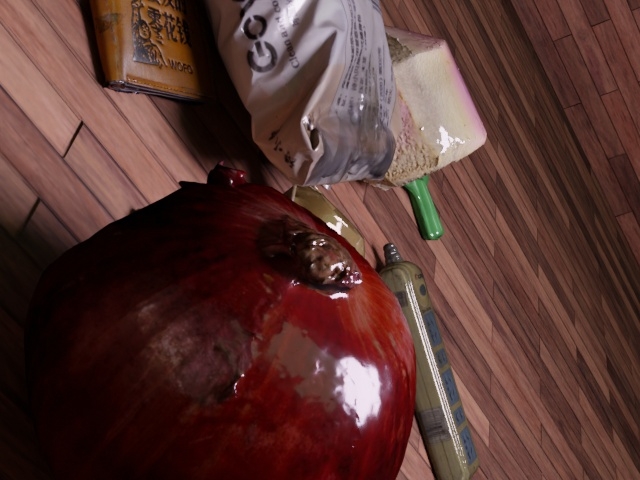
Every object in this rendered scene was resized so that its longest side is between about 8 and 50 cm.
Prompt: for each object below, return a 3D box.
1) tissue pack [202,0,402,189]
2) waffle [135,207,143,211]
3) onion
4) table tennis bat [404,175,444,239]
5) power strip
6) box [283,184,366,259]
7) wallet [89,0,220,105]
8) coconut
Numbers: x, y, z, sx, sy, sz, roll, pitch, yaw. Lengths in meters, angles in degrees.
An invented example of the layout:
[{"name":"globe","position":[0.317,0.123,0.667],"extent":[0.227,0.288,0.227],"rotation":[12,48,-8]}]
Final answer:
[{"name":"tissue pack","position":[-0.015,-0.252,1.311],"extent":[0.375,0.195,0.390],"rotation":[70,17,5]},{"name":"waffle","position":[-0.175,0.038,1.039],"extent":[0.092,0.021,0.135],"rotation":[53,32,-31]},{"name":"onion","position":[-0.077,0.124,0.843],"extent":[0.341,0.341,0.341],"rotation":[43,37,-45]},{"name":"table tennis bat","position":[0.163,-0.121,1.809],"extent":[0.160,0.039,0.257],"rotation":[-10,80,-62]},{"name":"power strip","position":[0.166,0.188,1.570],"extent":[0.092,0.066,0.387],"rotation":[-12,84,-67]},{"name":"box","position":[0.000,0.000,1.316],"extent":[0.177,0.111,0.111],"rotation":[48,34,-35]},{"name":"wallet","position":[-0.192,-0.241,1.166],"extent":[0.195,0.042,0.161],"rotation":[4,70,-63]},{"name":"coconut","position":[0.117,-0.216,1.573],"extent":[0.245,0.233,0.233],"rotation":[62,26,-5]}]
